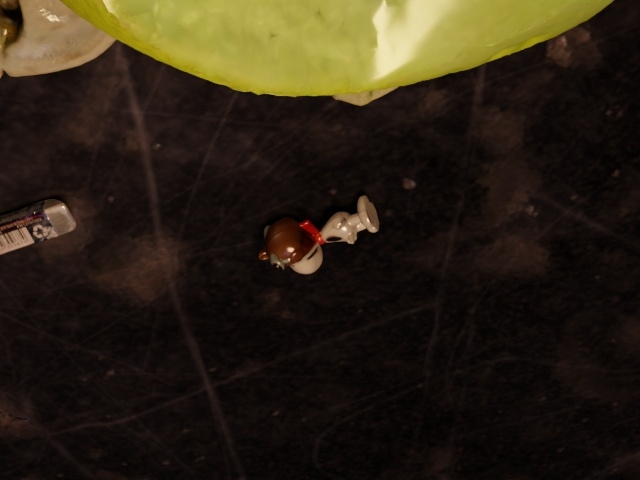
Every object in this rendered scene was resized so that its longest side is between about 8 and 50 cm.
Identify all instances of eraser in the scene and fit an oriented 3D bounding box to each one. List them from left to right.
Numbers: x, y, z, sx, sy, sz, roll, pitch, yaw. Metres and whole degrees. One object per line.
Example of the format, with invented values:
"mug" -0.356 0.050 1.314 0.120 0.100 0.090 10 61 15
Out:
"eraser" -0.222 -0.006 1.272 0.099 0.019 0.027 -19 122 11

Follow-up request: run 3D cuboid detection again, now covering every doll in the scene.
"doll" -0.001 -0.003 1.295 0.085 0.040 0.058 -33 145 31

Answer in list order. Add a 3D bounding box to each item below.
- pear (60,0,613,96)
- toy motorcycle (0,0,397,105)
"pear" 0.036 -0.218 0.765 0.318 0.238 0.342 27 100 -46
"toy motorcycle" -0.057 -0.188 0.987 0.410 0.168 0.237 7 143 -13
